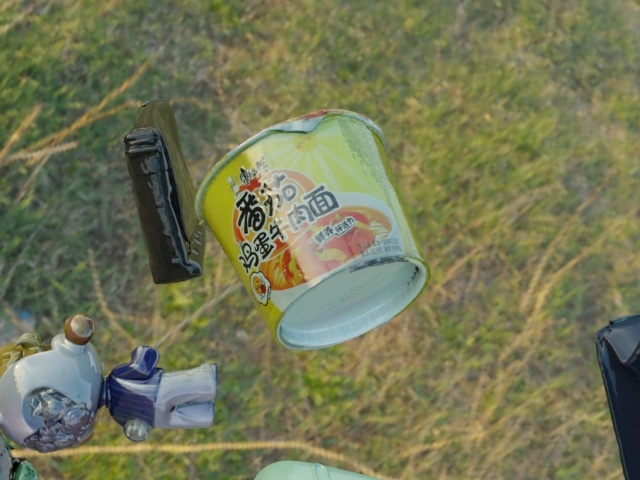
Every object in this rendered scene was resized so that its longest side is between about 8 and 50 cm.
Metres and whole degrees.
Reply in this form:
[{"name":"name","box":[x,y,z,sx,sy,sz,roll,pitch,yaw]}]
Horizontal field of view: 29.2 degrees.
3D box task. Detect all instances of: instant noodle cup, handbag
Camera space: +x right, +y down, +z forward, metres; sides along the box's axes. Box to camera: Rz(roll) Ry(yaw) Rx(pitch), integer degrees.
[{"name":"instant noodle cup","box":[0.000,0.000,1.489,0.264,0.264,0.200,2,54,-43]},{"name":"handbag","box":[0.557,0.252,1.735,0.303,0.122,0.329,-6,84,-34]},{"name":"handbag","box":[-0.221,-0.070,1.685,0.247,0.080,0.223,-104,180,-73]}]

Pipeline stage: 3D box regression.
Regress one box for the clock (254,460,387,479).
[{"name":"clock","box":[-0.001,0.270,0.900,0.159,0.211,0.066,18,18,-14]}]

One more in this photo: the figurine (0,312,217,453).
[{"name":"figurine","box":[-0.263,0.195,1.476,0.274,0.194,0.133,22,32,-21]}]

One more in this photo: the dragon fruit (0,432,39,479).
[{"name":"dragon fruit","box":[-0.509,0.304,1.605,0.295,0.130,0.268,26,70,-52]}]
